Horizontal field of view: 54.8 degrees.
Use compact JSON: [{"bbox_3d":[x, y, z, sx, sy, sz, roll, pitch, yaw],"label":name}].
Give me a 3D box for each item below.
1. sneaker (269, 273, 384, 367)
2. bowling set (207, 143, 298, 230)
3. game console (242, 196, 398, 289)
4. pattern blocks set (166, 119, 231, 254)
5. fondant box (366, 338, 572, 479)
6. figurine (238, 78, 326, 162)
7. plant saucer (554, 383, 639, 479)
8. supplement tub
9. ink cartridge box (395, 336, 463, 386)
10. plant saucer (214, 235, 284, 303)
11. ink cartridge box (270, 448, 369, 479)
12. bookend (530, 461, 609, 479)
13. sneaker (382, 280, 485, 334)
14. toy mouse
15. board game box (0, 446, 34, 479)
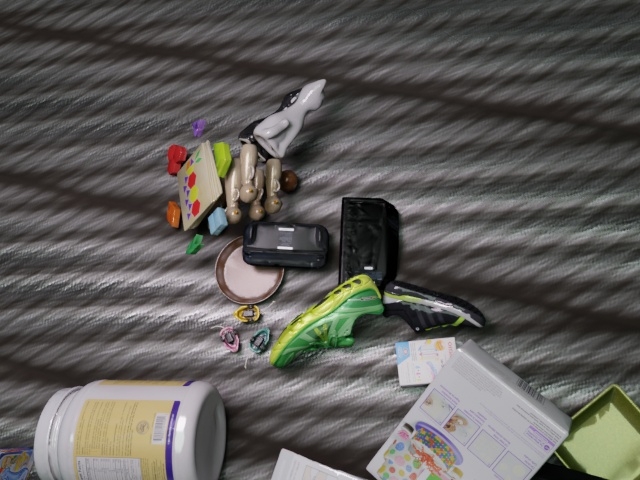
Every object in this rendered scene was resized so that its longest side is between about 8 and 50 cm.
[{"bbox_3d":[0.011,0.198,1.347,0.295,0.109,0.124,-37,93,10],"label":"sneaker"},{"bbox_3d":[-0.138,-0.105,1.439,0.199,0.287,0.154,5,79,-24],"label":"bowling set"},{"bbox_3d":[0.000,0.000,1.431,0.360,0.044,0.213,3,73,2],"label":"game console"},{"bbox_3d":[-0.289,-0.131,1.457,0.285,0.026,0.325,-30,59,44],"label":"pattern blocks set"},{"bbox_3d":[0.278,0.394,1.188,0.238,0.096,0.330,39,108,19],"label":"fondant box"},{"bbox_3d":[-0.081,-0.297,1.477,0.092,0.215,0.209,44,77,-19],"label":"figurine"},{"bbox_3d":[0.577,0.416,1.228,0.188,0.045,0.188,-38,72,-3],"label":"plant saucer"},{"bbox_3d":[-0.385,0.412,1.285,0.331,0.241,0.241,-1,73,9],"label":"supplement tub"},{"bbox_3d":[0.235,0.258,1.307,0.143,0.090,0.092,-7,72,8],"label":"ink cartridge box"},{"bbox_3d":[-0.165,0.070,1.463,0.168,0.029,0.169,-3,73,9],"label":"plant saucer"},{"bbox_3d":[0.054,0.605,1.158,0.384,0.091,0.308,12,76,29],"label":"ink cartridge box"},{"bbox_3d":[0.463,0.525,1.190,0.156,0.072,0.157,4,99,36],"label":"bookend"},{"bbox_3d":[0.240,0.162,1.356,0.234,0.084,0.097,18,101,15],"label":"sneaker"},{"bbox_3d":[-0.171,0.223,1.416,0.160,0.031,0.143,-10,72,7],"label":"toy mouse"},{"bbox_3d":[-0.704,0.559,1.348,0.035,0.136,0.201,10,76,12],"label":"board game box"}]
